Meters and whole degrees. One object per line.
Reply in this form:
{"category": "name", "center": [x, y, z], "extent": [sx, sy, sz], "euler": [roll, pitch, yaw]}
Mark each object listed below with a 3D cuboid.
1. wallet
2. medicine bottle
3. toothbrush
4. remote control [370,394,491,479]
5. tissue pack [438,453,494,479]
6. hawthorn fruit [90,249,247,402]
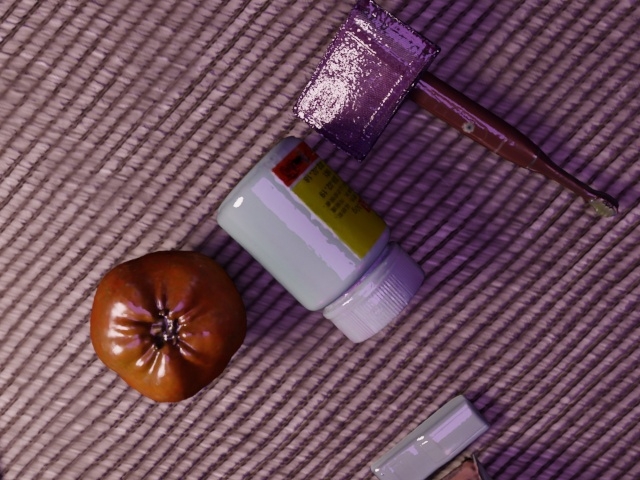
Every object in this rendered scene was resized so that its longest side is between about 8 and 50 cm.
{"category": "wallet", "center": [0.049, -0.185, 0.739], "extent": [0.111, 0.030, 0.165], "euler": [33, 119, -4]}
{"category": "medicine bottle", "center": [0.000, 0.000, 0.738], "extent": [0.225, 0.139, 0.139], "euler": [45, 96, -5]}
{"category": "toothbrush", "center": [0.209, -0.130, 0.769], "extent": [0.364, 0.041, 0.040], "euler": [32, 97, -4]}
{"category": "remote control", "center": [0.145, 0.274, 0.834], "extent": [0.162, 0.029, 0.061], "euler": [-42, 95, 6]}
{"category": "tissue pack", "center": [0.149, 0.463, 0.825], "extent": [0.316, 0.103, 0.228], "euler": [-40, 98, 6]}
{"category": "hawthorn fruit", "center": [-0.176, 0.097, 0.737], "extent": [0.189, 0.189, 0.189], "euler": [0, 98, 0]}
